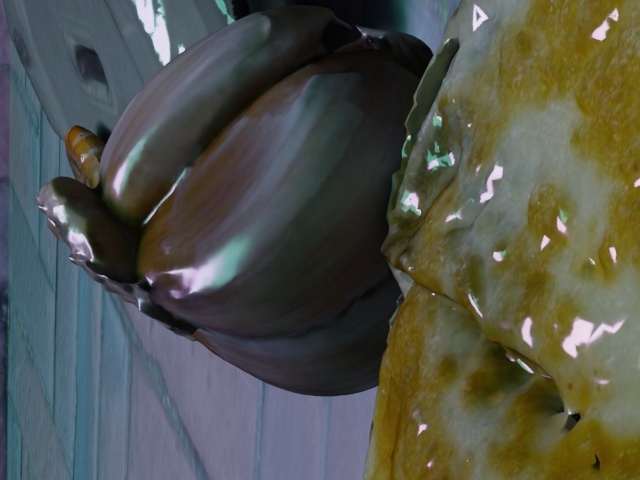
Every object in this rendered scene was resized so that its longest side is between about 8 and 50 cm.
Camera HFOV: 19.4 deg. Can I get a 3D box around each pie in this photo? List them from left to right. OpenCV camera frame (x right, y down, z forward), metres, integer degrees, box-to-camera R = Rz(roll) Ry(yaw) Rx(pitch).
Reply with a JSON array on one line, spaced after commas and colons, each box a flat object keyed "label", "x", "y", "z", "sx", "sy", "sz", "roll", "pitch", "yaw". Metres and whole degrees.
[{"label": "pie", "x": 0.092, "y": 0.027, "z": 0.667, "sx": 0.339, "sy": 0.077, "sz": 0.339, "roll": -168, "pitch": 90, "yaw": -71}]

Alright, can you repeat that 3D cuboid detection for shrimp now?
[{"label": "shrimp", "x": -0.131, "y": -0.022, "z": 1.182, "sx": 0.127, "sy": 0.025, "sz": 0.091, "roll": 43, "pitch": 152, "yaw": 58}]

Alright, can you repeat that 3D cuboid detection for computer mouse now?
[{"label": "computer mouse", "x": -0.082, "y": -0.129, "z": 1.183, "sx": 0.429, "sy": 0.145, "sz": 0.228, "roll": 29, "pitch": 136, "yaw": 61}]

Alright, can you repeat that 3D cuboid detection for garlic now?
[{"label": "garlic", "x": 0.000, "y": 0.000, "z": 0.890, "sx": 0.214, "sy": 0.191, "sz": 0.160, "roll": 50, "pitch": -174, "yaw": -46}]
